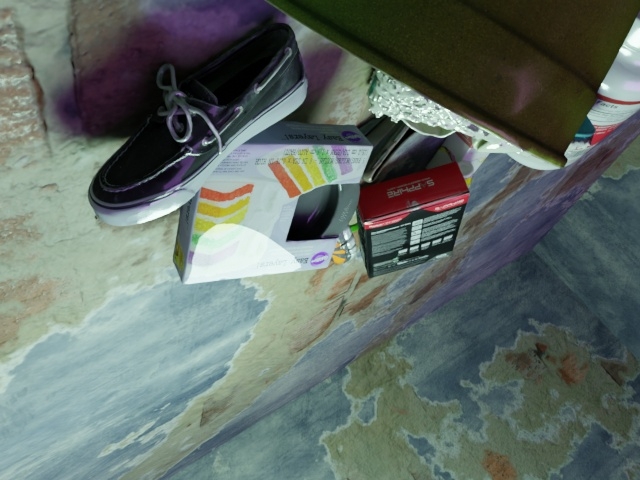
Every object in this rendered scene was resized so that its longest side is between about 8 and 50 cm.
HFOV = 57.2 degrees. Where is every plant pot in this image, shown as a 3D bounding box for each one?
[{"bbox_3d":[0.171,-0.314,0.550,0.367,0.366,0.352,-3,127,-57],"label":"plant pot"}]

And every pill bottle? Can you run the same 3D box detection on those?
[{"bbox_3d":[0.496,-0.314,1.083,0.229,0.229,0.407,-31,168,-18],"label":"pill bottle"},{"bbox_3d":[0.316,-0.140,1.309,0.043,0.043,0.083,-35,156,-8],"label":"pill bottle"}]

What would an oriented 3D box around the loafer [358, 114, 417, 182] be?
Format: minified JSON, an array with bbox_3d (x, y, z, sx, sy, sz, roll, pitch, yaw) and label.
[{"bbox_3d":[0.159,-0.206,1.046,0.268,0.084,0.096,-39,158,3],"label":"loafer"}]

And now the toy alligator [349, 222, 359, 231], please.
[{"bbox_3d":[0.000,0.000,1.270,0.190,0.056,0.051,-25,-164,-30],"label":"toy alligator"}]

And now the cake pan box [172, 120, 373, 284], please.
[{"bbox_3d":[-0.071,-0.055,0.869,0.267,0.070,0.245,-4,133,-31],"label":"cake pan box"}]

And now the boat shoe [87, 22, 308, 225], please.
[{"bbox_3d":[-0.140,-0.140,0.668,0.306,0.113,0.105,-36,153,-14],"label":"boat shoe"}]

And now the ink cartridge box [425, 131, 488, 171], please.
[{"bbox_3d":[0.325,-0.196,1.359,0.115,0.067,0.198,-16,149,-41],"label":"ink cartridge box"}]

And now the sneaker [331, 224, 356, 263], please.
[{"bbox_3d":[-0.047,-0.019,1.086,0.180,0.124,0.321,-33,148,-3],"label":"sneaker"}]

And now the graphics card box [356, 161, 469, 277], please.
[{"bbox_3d":[0.205,-0.034,1.374,0.233,0.094,0.371,-17,156,0],"label":"graphics card box"}]

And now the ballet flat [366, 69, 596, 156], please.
[{"bbox_3d":[0.256,-0.216,0.972,0.409,0.146,0.147,13,134,-21],"label":"ballet flat"}]
